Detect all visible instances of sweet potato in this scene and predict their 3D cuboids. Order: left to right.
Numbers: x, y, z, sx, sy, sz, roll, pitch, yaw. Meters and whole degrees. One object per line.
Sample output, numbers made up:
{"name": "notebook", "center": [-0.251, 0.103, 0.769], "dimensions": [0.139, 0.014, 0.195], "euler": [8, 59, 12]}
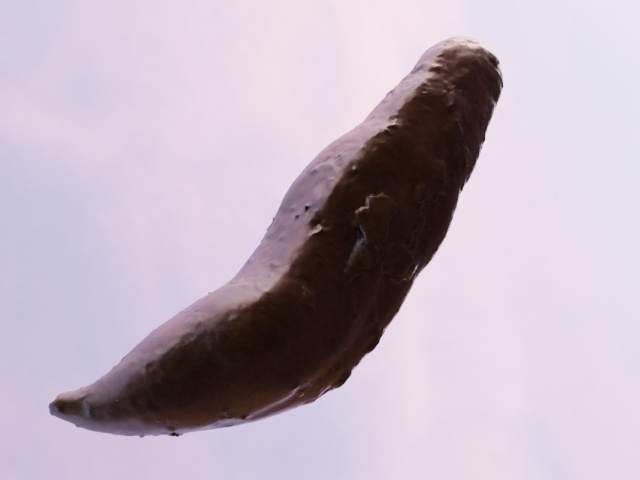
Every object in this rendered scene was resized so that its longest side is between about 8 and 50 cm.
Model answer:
{"name": "sweet potato", "center": [0.008, 0.012, 0.853], "dimensions": [0.106, 0.095, 0.354], "euler": [41, -113, 13]}
